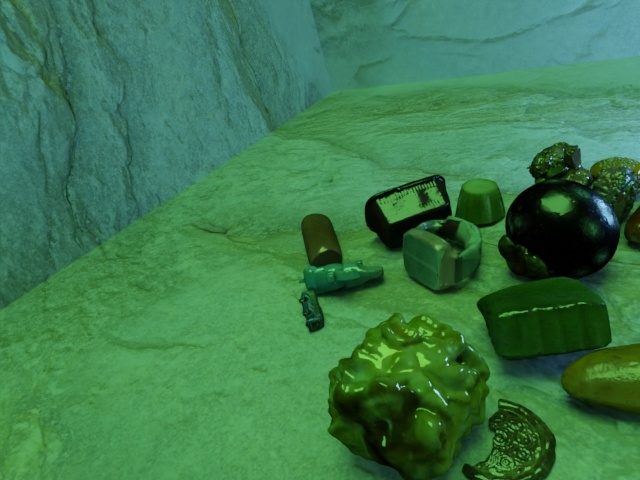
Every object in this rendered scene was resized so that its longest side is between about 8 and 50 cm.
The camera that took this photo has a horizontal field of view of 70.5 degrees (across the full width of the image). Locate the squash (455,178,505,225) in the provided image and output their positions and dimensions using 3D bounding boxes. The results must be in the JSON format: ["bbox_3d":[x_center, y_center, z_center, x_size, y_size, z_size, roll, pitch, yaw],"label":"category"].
[{"bbox_3d":[0.551,-0.133,1.565,0.170,0.123,0.170,-8,31,5],"label":"squash"}]

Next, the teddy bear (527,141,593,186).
[{"bbox_3d":[0.745,-0.196,1.453,0.296,0.246,0.222,-24,53,-36],"label":"teddy bear"}]

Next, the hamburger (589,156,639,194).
[{"bbox_3d":[0.948,-0.199,1.452,0.162,0.115,0.162,-12,30,7],"label":"hamburger"}]

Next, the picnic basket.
[{"bbox_3d":[0.309,-0.081,1.547,0.296,0.222,0.129,-19,52,-1],"label":"picnic basket"}]

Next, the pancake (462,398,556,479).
[{"bbox_3d":[0.360,0.392,0.885,0.184,0.020,0.190,-13,30,12],"label":"pancake"}]

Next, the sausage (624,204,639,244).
[{"bbox_3d":[0.952,-0.080,1.284,0.300,0.083,0.089,-37,23,-31],"label":"sausage"}]

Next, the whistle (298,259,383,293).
[{"bbox_3d":[0.063,0.114,1.440,0.274,0.093,0.186,-9,5,10],"label":"whistle"}]

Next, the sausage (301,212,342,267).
[{"bbox_3d":[0.000,0.000,1.633,0.121,0.121,0.304,-17,31,1],"label":"sausage"}]

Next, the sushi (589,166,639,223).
[{"bbox_3d":[0.845,-0.097,1.338,0.161,0.241,0.107,10,8,-38],"label":"sushi"}]

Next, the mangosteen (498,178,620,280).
[{"bbox_3d":[0.619,-0.019,1.196,0.288,0.288,0.288,-13,30,8],"label":"mangosteen"}]

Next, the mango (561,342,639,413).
[{"bbox_3d":[0.591,0.267,0.876,0.227,0.109,0.147,-13,30,10],"label":"mango"}]

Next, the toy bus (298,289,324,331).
[{"bbox_3d":[-0.028,0.210,1.369,0.061,0.051,0.153,-14,29,-5],"label":"toy bus"}]

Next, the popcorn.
[{"bbox_3d":[0.174,0.289,0.900,0.312,0.312,0.312,-13,30,8],"label":"popcorn"}]

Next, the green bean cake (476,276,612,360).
[{"bbox_3d":[0.492,0.174,1.024,0.248,0.125,0.222,-10,9,14],"label":"green bean cake"}]

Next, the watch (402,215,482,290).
[{"bbox_3d":[0.385,0.023,1.384,0.241,0.162,0.253,-17,30,-25],"label":"watch"}]
